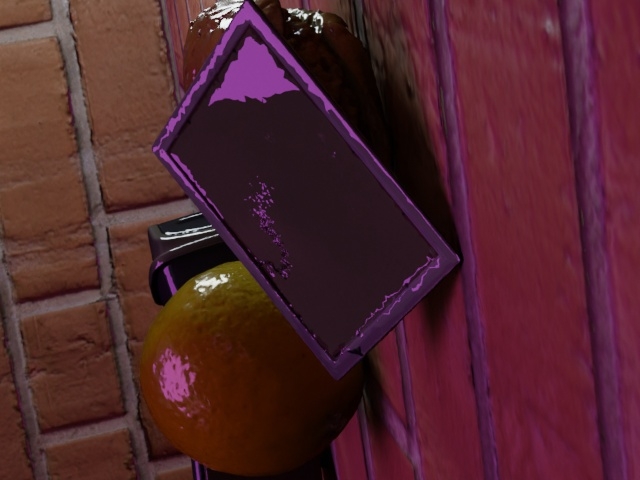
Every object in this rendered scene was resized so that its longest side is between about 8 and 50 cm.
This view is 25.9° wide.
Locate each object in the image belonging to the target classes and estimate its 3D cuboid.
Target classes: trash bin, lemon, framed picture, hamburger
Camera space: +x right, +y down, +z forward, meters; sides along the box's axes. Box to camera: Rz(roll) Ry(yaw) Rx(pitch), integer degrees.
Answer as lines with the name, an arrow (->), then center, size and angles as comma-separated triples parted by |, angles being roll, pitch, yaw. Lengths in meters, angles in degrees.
trash bin -> -0.099, 0.090, 1.778 | 0.182, 0.209, 0.290 | 104, 149, -66
lemon -> -0.063, 0.151, 1.536 | 0.219, 0.240, 0.240 | 31, 142, 31
framed picture -> -0.019, -0.036, 1.155 | 0.273, 0.016, 0.216 | 52, 138, 9
hamburger -> -0.038, -0.105, 1.297 | 0.283, 0.144, 0.259 | 7, 108, 65

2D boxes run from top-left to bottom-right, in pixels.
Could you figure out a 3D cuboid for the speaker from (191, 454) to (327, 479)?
speaker -> -0.096, 0.257, 2.001 | 0.153, 0.192, 0.231 | 111, 152, -75
